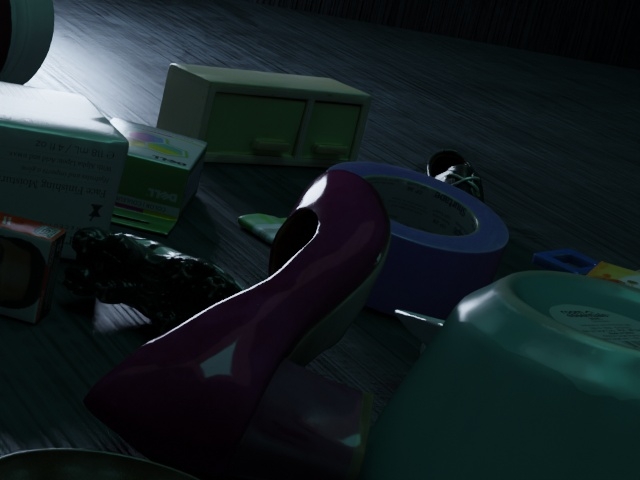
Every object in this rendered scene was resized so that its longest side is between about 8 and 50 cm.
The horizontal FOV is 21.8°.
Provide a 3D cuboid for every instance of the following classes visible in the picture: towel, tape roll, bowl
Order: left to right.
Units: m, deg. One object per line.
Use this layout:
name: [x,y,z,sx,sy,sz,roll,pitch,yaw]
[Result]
towel: [0.000,0.000,1.709,0.113,0.023,0.152,3,17,-39]
tape roll: [0.081,0.000,1.610,0.189,0.080,0.189,17,22,-7]
bowl: [0.187,0.125,1.116,0.312,0.163,0.311,14,14,-3]

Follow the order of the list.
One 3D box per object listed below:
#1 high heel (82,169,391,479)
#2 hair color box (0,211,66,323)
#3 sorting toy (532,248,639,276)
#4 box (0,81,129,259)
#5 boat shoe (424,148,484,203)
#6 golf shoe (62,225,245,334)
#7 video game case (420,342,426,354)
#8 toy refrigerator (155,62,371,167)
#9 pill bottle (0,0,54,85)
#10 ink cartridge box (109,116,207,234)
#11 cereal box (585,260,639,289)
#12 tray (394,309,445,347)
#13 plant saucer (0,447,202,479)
high heel: [-0.052,0.031,1.193,0.181,0.127,0.377,21,27,-10]
hair color box: [-0.278,0.010,1.304,0.141,0.072,0.043,14,13,4]
sorting toy: [0.356,0.092,1.650,0.348,0.047,0.196,21,20,27]
box: [-0.290,-0.070,1.508,0.181,0.119,0.182,7,16,-25]
boat shoe: [0.153,-0.050,1.943,0.084,0.079,0.233,14,15,-5]
golf shoe: [-0.108,0.041,1.338,0.198,0.077,0.094,28,10,25]
video game case: [0.175,0.126,1.395,0.157,0.019,0.143,11,15,-15]
toy refrigerator: [-0.066,-0.152,2.079,0.270,0.102,0.094,1,19,-44]
pill bottle: [-0.464,-0.233,1.763,0.224,0.224,0.392,19,15,20]
ink cartridge box: [-0.187,-0.069,1.718,0.109,0.062,0.209,15,14,0]
cereal box: [0.347,0.085,1.499,0.240,0.047,0.173,16,14,16]
tray: [0.202,0.105,1.335,0.270,0.030,0.145,14,-1,-21]
plant saucer: [-0.118,0.165,0.941,0.169,0.029,0.168,12,14,-3]
